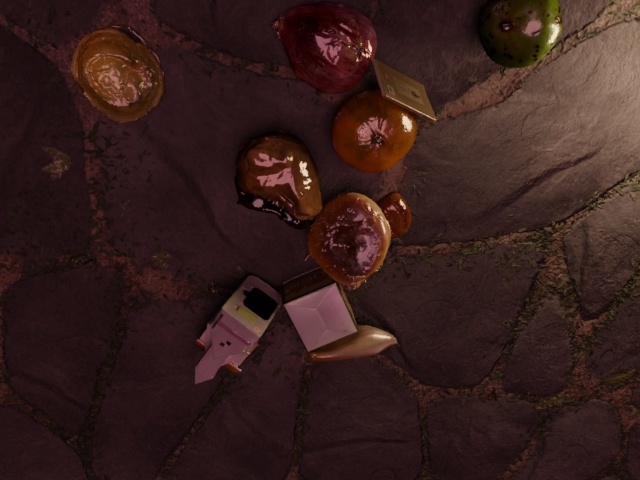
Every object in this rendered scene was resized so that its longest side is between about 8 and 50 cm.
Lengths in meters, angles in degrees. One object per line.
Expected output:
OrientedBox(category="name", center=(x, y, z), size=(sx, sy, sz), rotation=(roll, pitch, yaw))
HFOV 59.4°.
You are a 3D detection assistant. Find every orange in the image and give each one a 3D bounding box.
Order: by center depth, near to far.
OrientedBox(category="orange", center=(0.148, -0.299, 1.532), size=(0.240, 0.171, 0.239), rotation=(-3, 112, -6))

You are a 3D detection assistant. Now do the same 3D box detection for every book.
OrientedBox(category="book", center=(0.222, -0.396, 1.487), size=(0.199, 0.138, 0.016), rotation=(15, 141, -37))

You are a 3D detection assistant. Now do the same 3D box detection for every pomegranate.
OrientedBox(category="pomegranate", center=(0.531, -0.559, 1.467), size=(0.263, 0.211, 0.210), rotation=(-16, 123, -45))

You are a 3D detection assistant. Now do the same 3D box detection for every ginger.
OrientedBox(category="ginger", center=(-0.101, -0.183, 1.537), size=(0.270, 0.200, 0.222), rotation=(19, 115, -10))

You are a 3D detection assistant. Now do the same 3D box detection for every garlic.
OrientedBox(category="garlic", center=(0.087, 0.342, 1.819), size=(0.318, 0.143, 0.112), rotation=(-14, 87, -21))

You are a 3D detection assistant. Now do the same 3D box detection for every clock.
OrientedBox(category="clock", center=(-0.268, 0.293, 1.718), size=(0.166, 0.235, 0.309), rotation=(37, 117, -2))

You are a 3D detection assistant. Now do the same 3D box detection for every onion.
OrientedBox(category="onion", center=(0.006, -0.507, 1.455), size=(0.284, 0.120, 0.226), rotation=(18, 106, -13))

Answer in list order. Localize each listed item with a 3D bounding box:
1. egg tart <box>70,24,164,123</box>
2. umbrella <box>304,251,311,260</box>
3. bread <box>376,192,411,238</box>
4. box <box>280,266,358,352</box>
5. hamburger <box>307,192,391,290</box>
OrientedBox(category="egg tart", center=(-0.526, -0.423, 1.448), size=(0.232, 0.098, 0.252), rotation=(-6, 110, -8))
OrientedBox(category="umbrella", center=(0.000, 0.000, 1.727), size=(0.027, 0.025, 0.165), rotation=(39, 104, 12))
OrientedBox(category="bread", center=(0.215, -0.069, 1.711), size=(0.126, 0.044, 0.129), rotation=(-31, 116, 9))
OrientedBox(category="box", center=(-0.005, 0.207, 1.748), size=(0.178, 0.148, 0.194), rotation=(-24, 114, 3))
OrientedBox(category="hamburger", center=(0.082, 0.000, 1.643), size=(0.243, 0.146, 0.285), rotation=(4, 101, 8))
